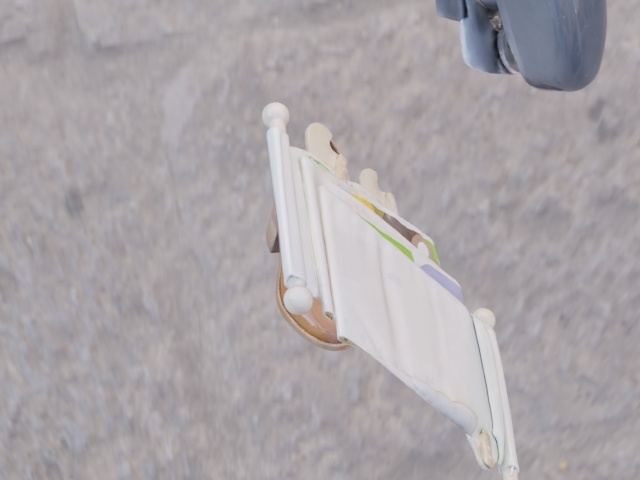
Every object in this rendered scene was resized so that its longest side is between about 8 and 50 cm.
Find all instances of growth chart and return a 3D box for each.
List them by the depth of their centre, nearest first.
[{"bbox_3d":[0.045,0.033,1.144,0.021,0.237,0.172,-30,37,25],"label":"growth chart"}]

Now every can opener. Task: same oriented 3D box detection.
[{"bbox_3d":[0.095,-0.210,0.902,0.076,0.095,0.283,-18,110,-35],"label":"can opener"}]

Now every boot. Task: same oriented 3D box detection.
[{"bbox_3d":[0.000,0.000,1.997,0.073,0.152,0.197,-8,52,-27],"label":"boot"}]
